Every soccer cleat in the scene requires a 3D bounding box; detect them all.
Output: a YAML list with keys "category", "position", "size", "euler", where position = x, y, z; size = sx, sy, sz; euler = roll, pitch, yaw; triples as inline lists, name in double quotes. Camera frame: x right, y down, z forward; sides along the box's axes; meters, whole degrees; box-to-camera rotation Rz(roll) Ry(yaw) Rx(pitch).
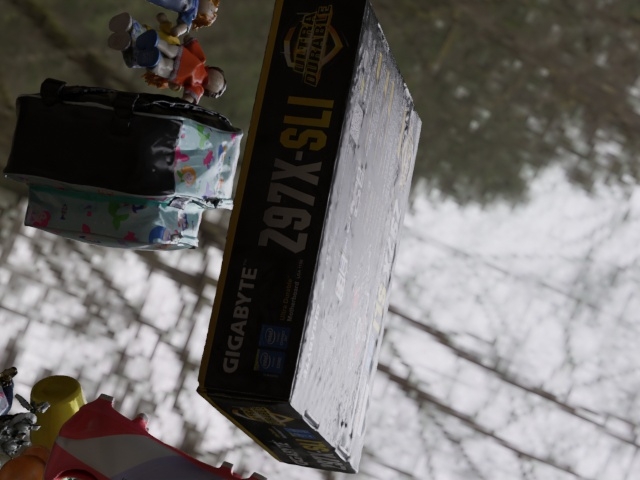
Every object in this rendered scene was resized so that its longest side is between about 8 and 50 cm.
- category: "soccer cleat"
  position: [-0.119, 0.224, 1.523]
  size: [0.095, 0.248, 0.083]
  euler: [-58, 170, -20]

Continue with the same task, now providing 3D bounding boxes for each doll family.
- category: "doll family"
  position: [-0.184, -0.281, 2.192]
  size: [0.118, 0.163, 0.263]
  euler: [-7, -109, 35]

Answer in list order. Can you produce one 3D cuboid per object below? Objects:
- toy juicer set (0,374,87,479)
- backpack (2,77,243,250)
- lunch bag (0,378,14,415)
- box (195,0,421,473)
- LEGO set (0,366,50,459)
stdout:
- category: "toy juicer set"
  position: [-0.399, 0.232, 1.783]
  size: [0.209, 0.329, 0.089]
  euler: [-91, 178, -57]
- category: "backpack"
  position: [-0.211, -0.085, 2.013]
  size: [0.253, 0.225, 0.191]
  euler: [-15, 112, -68]
- category: "lunch bag"
  position: [-0.339, 0.157, 1.687]
  size: [0.071, 0.053, 0.083]
  euler: [-12, -161, 23]
- category: "box"
  position: [0.000, 0.000, 1.393]
  size: [0.257, 0.079, 0.322]
  euler: [58, 41, -69]
- category: "LEGO set"
  position: [-0.207, 0.120, 1.172]
  size: [0.054, 0.083, 0.023]
  euler: [-34, -126, -4]
